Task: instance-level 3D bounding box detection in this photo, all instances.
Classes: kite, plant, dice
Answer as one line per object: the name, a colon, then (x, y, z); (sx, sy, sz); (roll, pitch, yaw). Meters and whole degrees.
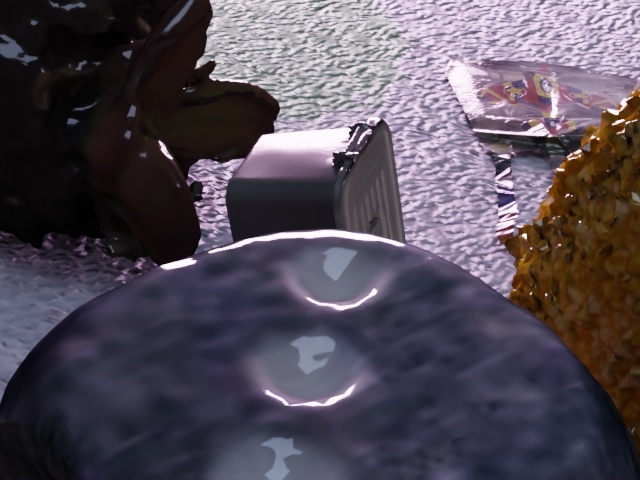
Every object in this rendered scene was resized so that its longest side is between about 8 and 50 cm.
kite: (0.150, -0.062, 0.953); (0.141, 0.015, 0.245); (2, 34, 3)
plant: (-0.138, -0.094, 0.834); (0.234, 0.178, 0.204); (8, 34, 17)
dice: (-0.005, 0.115, 0.537); (0.183, 0.181, 0.182); (-21, 41, -29)

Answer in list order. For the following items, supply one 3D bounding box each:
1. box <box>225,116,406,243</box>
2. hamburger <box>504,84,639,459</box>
box: (0.000, 0.000, 0.766); (0.069, 0.122, 0.084); (3, 31, 20)
hamburger: (0.205, 0.045, 0.569); (0.276, 0.294, 0.179); (38, 31, 23)
